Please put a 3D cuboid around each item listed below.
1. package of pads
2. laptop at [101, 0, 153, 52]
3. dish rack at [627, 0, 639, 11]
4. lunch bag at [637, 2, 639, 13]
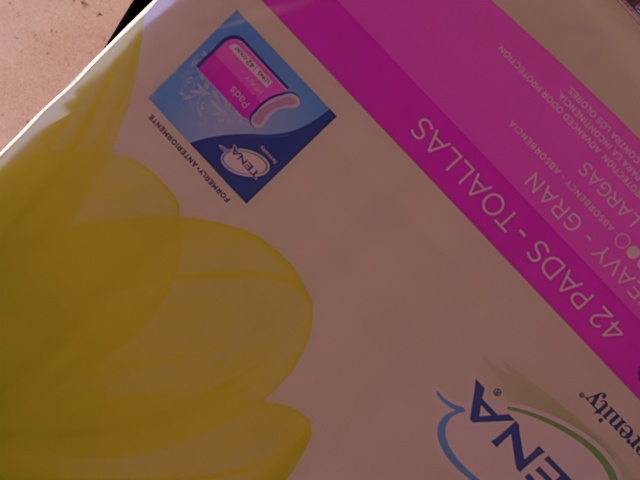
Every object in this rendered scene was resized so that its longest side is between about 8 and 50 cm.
[{"bbox_3d":[-0.001,0.040,0.477,0.296,0.229,0.101,-43,0,11],"label":"package of pads"},{"bbox_3d":[-0.007,-0.185,1.093,0.264,0.136,0.234,-44,0,-36],"label":"laptop"},{"bbox_3d":[0.154,-0.090,0.611,0.271,0.074,0.208,-39,-34,-9],"label":"dish rack"},{"bbox_3d":[0.153,-0.113,1.075,0.219,0.176,0.090,-42,8,24],"label":"lunch bag"}]
